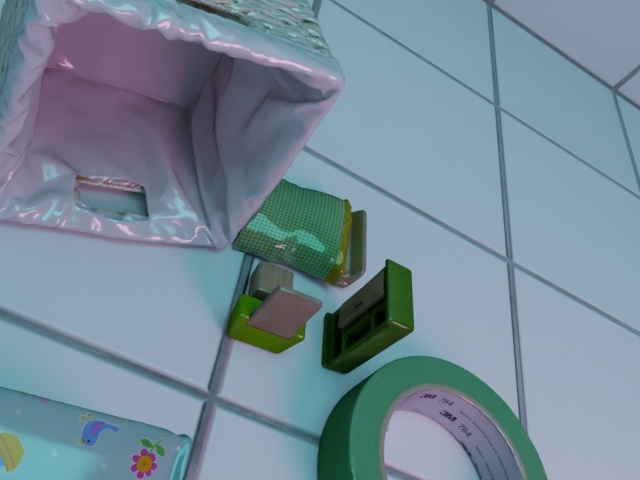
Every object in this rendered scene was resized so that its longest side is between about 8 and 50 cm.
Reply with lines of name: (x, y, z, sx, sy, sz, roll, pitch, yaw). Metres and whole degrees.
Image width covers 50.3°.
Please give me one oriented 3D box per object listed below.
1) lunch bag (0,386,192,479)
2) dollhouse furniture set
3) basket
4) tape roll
lunch bag: (-0.245, 0.264, 0.536, 0.224, 0.160, 0.262, 25, 57, -26)
dollhouse furniture set: (0.000, 0.000, 0.935, 0.198, 0.151, 0.301, 23, 46, -22)
basket: (-0.205, -0.197, 0.806, 0.329, 0.331, 0.266, 8, 51, -33)
tape roll: (0.152, 0.306, 0.862, 0.321, 0.077, 0.321, 20, 47, -23)
